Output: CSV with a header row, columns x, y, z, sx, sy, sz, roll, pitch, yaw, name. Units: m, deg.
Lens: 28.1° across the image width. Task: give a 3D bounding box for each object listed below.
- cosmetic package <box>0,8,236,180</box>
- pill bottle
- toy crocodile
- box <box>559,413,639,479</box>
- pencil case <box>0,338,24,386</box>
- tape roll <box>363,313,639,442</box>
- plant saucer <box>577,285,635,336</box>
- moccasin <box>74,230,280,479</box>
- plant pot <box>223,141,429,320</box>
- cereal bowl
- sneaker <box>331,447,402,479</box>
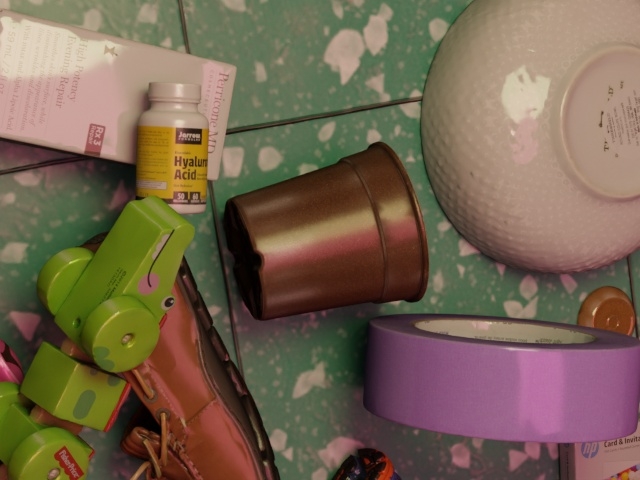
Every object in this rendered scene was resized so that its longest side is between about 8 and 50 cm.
x,y,z,sx,sy,sz,roll,pitch,yaw,name
-0.203,-0.132,1.199,0.231,0.085,0.117,9,91,-24,cosmetic package
-0.133,-0.083,1.155,0.065,0.065,0.116,0,95,-24,pill bottle
-0.209,0.119,1.113,0.105,0.115,0.340,27,92,-47,toy crocodile
0.351,0.304,1.510,0.145,0.038,0.186,-5,95,-24,box
-0.352,0.176,1.153,0.098,0.095,0.209,44,75,11,pencil case
0.182,0.133,1.288,0.275,0.275,0.090,2,93,-25,tape roll
0.339,0.095,1.499,0.083,0.015,0.083,-2,95,-24,plant saucer
-0.139,0.170,1.224,0.147,0.139,0.380,-24,105,-2,moccasin
0.000,0.000,1.266,0.165,0.167,0.167,-14,100,-16,plant pot
0.284,-0.128,1.390,0.339,0.141,0.339,-2,94,-23,cereal bowl
0.023,0.330,1.342,0.087,0.083,0.221,43,80,-29,sneaker
